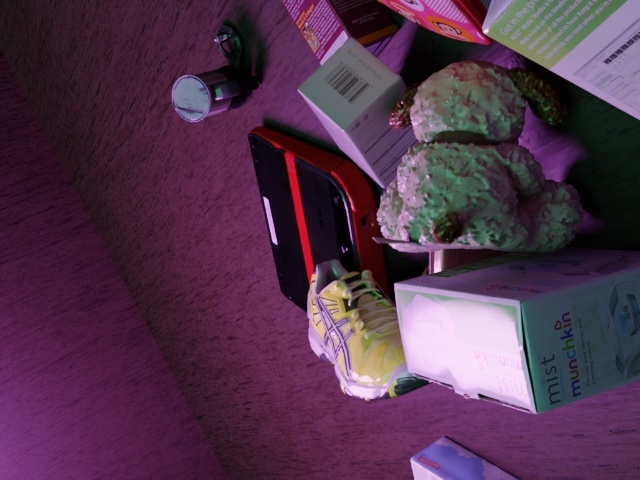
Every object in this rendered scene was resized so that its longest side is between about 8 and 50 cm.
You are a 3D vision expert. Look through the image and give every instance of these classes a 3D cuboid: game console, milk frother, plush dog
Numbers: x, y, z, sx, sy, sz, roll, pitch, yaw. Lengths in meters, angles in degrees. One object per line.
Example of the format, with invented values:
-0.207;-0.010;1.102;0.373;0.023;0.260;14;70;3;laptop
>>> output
0.000;0.000;1.616;0.342;0.060;0.387;32;140;50;game console
-0.196;-0.304;1.582;0.129;0.135;0.143;-27;94;32;milk frother
0.171;-0.103;1.044;0.262;0.210;0.225;0;85;26;plush dog

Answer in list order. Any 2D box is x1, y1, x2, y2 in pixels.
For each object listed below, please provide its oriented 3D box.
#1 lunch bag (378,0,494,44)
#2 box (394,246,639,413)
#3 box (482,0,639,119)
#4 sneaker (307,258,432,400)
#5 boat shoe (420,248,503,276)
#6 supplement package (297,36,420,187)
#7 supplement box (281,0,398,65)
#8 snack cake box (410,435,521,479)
0.076;-0.350;0.963;0.293;0.120;0.258;38;-175;40;lunch bag
0.251;0.093;1.015;0.262;0.231;0.127;-175;75;-67;box
0.325;-0.172;0.699;0.322;0.058;0.232;25;153;-11;box
0.062;0.132;1.350;0.384;0.145;0.147;20;126;64;sneaker
0.188;0.078;1.285;0.123;0.123;0.342;31;145;44;boat shoe
0.066;-0.171;1.203;0.105;0.105;0.179;45;179;29;supplement package
0.015;-0.339;1.247;0.188;0.081;0.104;59;152;5;supplement box
0.281;0.463;1.495;0.264;0.089;0.152;21;130;52;snack cake box
